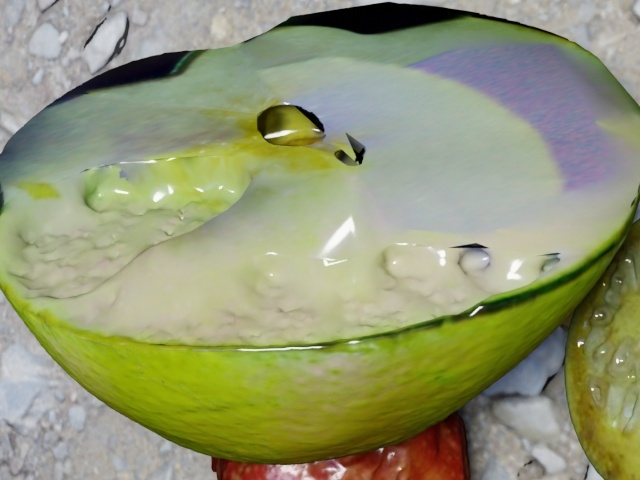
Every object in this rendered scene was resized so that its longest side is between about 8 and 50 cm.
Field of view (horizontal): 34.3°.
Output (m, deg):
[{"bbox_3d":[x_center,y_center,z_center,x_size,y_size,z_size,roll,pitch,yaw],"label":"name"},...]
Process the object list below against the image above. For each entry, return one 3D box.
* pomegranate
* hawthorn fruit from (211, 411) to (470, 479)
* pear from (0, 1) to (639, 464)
[{"bbox_3d":[0.242,0.076,0.636,0.241,0.159,0.190,-12,75,51],"label":"pomegranate"},{"bbox_3d":[0.014,0.166,0.722,0.179,0.173,0.173,-4,87,2],"label":"hawthorn fruit"},{"bbox_3d":[0.001,0.005,0.668,0.399,0.399,0.165,11,129,24],"label":"pear"}]
